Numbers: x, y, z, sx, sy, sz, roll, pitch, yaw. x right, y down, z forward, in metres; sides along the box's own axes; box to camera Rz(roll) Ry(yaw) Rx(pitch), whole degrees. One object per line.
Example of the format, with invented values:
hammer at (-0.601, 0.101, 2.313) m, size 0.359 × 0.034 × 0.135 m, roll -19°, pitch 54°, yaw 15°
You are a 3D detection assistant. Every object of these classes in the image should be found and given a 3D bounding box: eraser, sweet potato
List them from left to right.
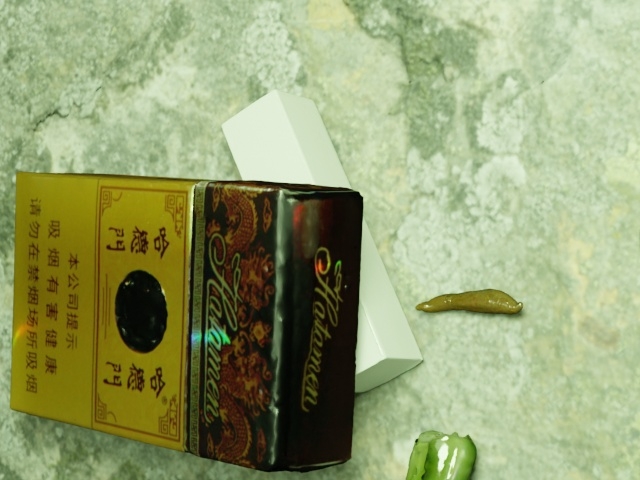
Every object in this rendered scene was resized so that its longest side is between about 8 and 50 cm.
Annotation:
eraser at (-0.001, 0.000, 1.647) m, size 0.076 × 0.078 × 0.298 m, roll -32°, pitch 70°, yaw 26°
sweet potato at (0.144, 0.058, 1.586) m, size 0.115 × 0.026 × 0.026 m, roll -2°, pitch 84°, yaw 36°

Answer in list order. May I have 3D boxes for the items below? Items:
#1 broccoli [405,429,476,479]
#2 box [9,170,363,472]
broccoli at (0.049, 0.310, 1.531) m, size 0.177 × 0.199 × 0.274 m, roll 133°, pitch 137°, yaw -71°
box at (-0.142, 0.065, 1.644) m, size 0.415 × 0.116 × 0.264 m, roll 7°, pitch 95°, yaw 45°
